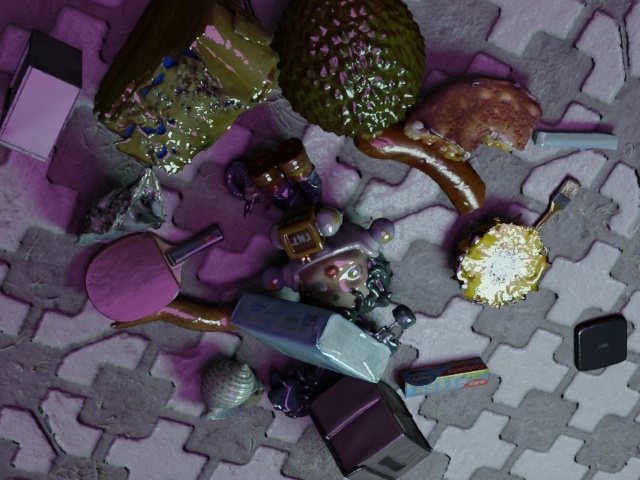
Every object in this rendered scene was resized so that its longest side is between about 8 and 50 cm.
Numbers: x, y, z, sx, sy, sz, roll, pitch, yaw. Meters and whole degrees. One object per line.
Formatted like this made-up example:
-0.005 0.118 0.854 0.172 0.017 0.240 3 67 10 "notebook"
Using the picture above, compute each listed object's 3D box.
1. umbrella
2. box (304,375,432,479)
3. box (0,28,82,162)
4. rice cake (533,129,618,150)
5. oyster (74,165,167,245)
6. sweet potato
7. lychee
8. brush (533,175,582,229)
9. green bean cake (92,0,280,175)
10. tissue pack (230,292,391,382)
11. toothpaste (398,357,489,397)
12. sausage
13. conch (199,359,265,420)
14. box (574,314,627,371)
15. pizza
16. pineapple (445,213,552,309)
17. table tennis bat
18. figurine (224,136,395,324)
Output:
0.048 0.243 1.873 0.349 0.094 0.143 -40 143 13 "umbrella"
0.103 0.387 1.858 0.153 0.188 0.252 -36 148 5 "box"
-0.437 -0.230 1.420 0.086 0.225 0.129 23 108 -24 "box"
0.508 -0.197 1.811 0.180 0.030 0.042 0 111 -16 "rice cake"
-0.347 -0.037 1.556 0.199 0.252 0.087 -12 77 2 "oyster"
-0.260 0.141 1.756 0.281 0.059 0.067 7 126 -18 "sweet potato"
0.050 -0.300 1.500 0.270 0.270 0.320 -5 161 -13 "lychee"
0.475 -0.058 1.885 0.043 0.014 0.170 28 107 -28 "brush"
-0.203 -0.242 1.448 0.202 0.285 0.310 31 106 -32 "green bean cake"
-0.021 0.174 1.682 0.177 0.263 0.089 37 73 -37 "tissue pack"
0.272 0.304 1.981 0.193 0.070 0.044 -8 116 -12 "toothpaste"
0.198 -0.152 1.722 0.302 0.076 0.103 29 102 -26 "sausage"
-0.181 0.297 1.835 0.135 0.102 0.153 13 146 -33 "conch"
0.639 0.233 2.074 0.126 0.027 0.125 -13 116 -8 "box"
0.281 -0.222 1.680 0.305 0.085 0.161 -13 84 -28 "pizza"
0.364 0.039 1.866 0.225 0.076 0.224 -5 115 -11 "pineapple"
-0.306 0.047 1.695 0.274 0.021 0.154 -28 99 -8 "table tennis bat"
0.003 0.000 1.677 0.261 0.186 0.382 -15 126 21 "figurine"
